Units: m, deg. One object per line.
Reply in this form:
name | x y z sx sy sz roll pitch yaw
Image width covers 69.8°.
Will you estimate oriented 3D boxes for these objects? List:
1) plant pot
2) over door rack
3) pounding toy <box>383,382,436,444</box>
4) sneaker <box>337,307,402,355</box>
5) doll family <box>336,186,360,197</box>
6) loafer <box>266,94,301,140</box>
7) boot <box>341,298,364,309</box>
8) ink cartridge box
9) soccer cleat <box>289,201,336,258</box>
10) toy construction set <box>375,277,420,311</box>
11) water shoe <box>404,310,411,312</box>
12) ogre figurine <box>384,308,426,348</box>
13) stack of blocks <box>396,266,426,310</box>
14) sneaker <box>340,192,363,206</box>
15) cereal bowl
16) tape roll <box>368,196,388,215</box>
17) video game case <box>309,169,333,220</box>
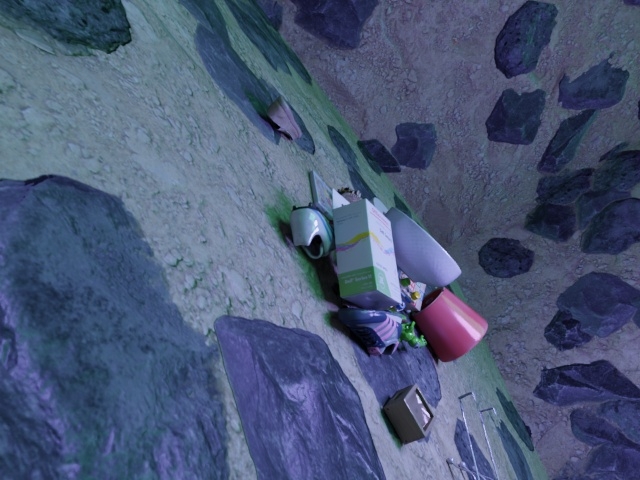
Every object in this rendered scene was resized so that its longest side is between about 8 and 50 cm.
plant pot | 0.549 0.353 2.013 0.243 0.275 0.275 49 18 1
over door rack | 0.509 0.695 1.515 0.239 0.108 0.324 39 46 -43
pounding toy | 0.248 0.485 1.273 0.130 0.100 0.141 60 29 8
sneaker | 0.153 0.268 1.336 0.319 0.112 0.131 22 70 -51
doll family | 0.126 -0.177 1.993 0.193 0.111 0.076 58 48 -44
loafer | -0.145 -0.466 1.782 0.268 0.092 0.102 54 11 -71
boot | 0.101 0.219 1.391 0.118 0.042 0.087 58 26 -8
ink cartridge box | 0.139 0.015 1.396 0.207 0.119 0.353 33 47 -55
soccer cleat | 0.000 0.000 1.402 0.331 0.116 0.143 30 55 -59
toy construction set | 0.193 0.113 1.608 0.215 0.151 0.327 -22 69 -45
water shoe | 0.413 0.268 2.045 0.073 0.080 0.203 58 18 -2
ogre figurine | 0.299 0.319 1.646 0.197 0.097 0.118 63 12 1
stack of blocks | 0.320 0.146 1.866 0.297 0.087 0.171 42 58 -40
sneaker | 0.165 -0.096 1.926 0.282 0.099 0.153 36 -10 -18
cereal bowl | 0.325 0.044 1.625 0.339 0.141 0.339 46 3 -3
tape roll | 0.362 -0.049 2.443 0.392 0.072 0.392 50 19 -24
video game case | 0.033 -0.150 1.823 0.206 0.026 0.227 45 22 -34
